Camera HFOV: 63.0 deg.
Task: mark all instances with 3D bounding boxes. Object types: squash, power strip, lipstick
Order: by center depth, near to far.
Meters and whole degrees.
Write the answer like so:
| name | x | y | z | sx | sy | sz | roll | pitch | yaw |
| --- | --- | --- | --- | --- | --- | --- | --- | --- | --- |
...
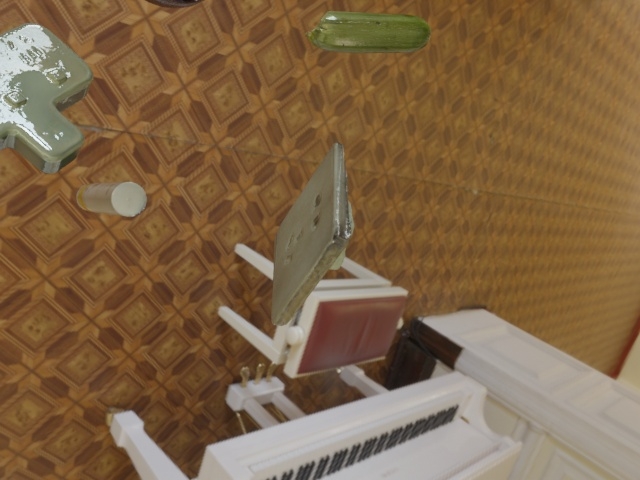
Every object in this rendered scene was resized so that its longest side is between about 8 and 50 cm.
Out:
| name | x | y | z | sx | sy | sz | roll | pitch | yaw |
| --- | --- | --- | --- | --- | --- | --- | --- | --- | --- |
| power strip | 0.000 | 0.000 | 0.722 | 0.065 | 0.198 | 0.213 | 18 | 135 | -19 |
| power strip | -0.424 | -0.180 | 0.725 | 0.194 | 0.059 | 0.265 | 43 | 50 | -9 |
| squash | 0.086 | -0.359 | 0.905 | 0.239 | 0.069 | 0.069 | -9 | 120 | -22 |
| lipstick | -0.381 | -0.075 | 0.938 | 0.059 | 0.264 | 0.059 | -3 | 96 | -36 |

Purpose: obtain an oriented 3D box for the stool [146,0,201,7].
| name | x | y | z | sx | sy | sz | roll | pitch | yaw |
| --- | --- | --- | --- | --- | --- | --- | --- | --- | --- |
| stool | -0.261 | -0.586 | 0.975 | 0.272 | 0.179 | 0.271 | -14 | 112 | -39 |
